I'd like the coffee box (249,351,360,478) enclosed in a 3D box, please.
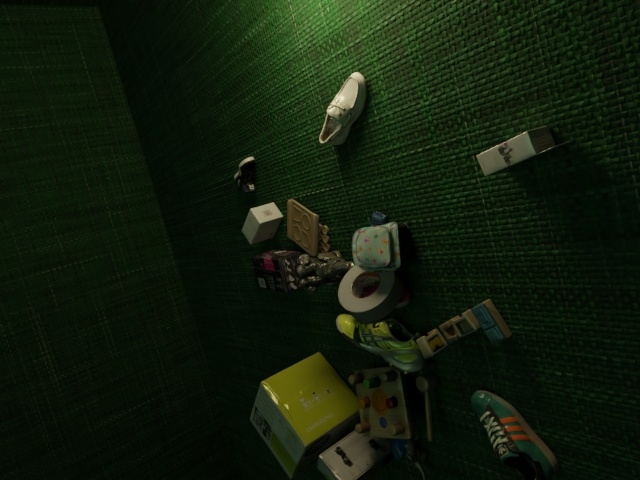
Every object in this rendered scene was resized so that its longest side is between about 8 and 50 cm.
[{"bbox_3d":[-0.067,0.778,2.105,0.338,0.338,0.334,46,137,30],"label":"coffee box"}]

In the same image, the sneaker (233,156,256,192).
[{"bbox_3d":[-0.330,-0.293,2.180,0.121,0.079,0.217,61,151,7],"label":"sneaker"}]

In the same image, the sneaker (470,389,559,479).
[{"bbox_3d":[0.557,0.588,1.397,0.302,0.121,0.108,46,137,30],"label":"sneaker"}]

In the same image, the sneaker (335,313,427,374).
[{"bbox_3d":[0.225,0.339,1.717,0.385,0.145,0.147,19,114,35],"label":"sneaker"}]

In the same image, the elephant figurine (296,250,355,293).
[{"bbox_3d":[0.042,0.117,1.835,0.185,0.240,0.169,-90,-19,-47],"label":"elephant figurine"}]

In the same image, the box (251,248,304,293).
[{"bbox_3d":[-0.179,0.135,2.121,0.247,0.142,0.163,2,109,53],"label":"box"}]

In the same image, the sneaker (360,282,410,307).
[{"bbox_3d":[0.219,0.216,1.692,0.253,0.102,0.111,-8,139,40],"label":"sneaker"}]

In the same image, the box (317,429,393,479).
[{"bbox_3d":[0.148,0.892,1.922,0.169,0.290,0.087,36,131,37],"label":"box"}]

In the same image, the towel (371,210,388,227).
[{"bbox_3d":[0.203,-0.040,1.642,0.067,0.029,0.119,28,127,44],"label":"towel"}]

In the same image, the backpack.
[{"bbox_3d":[0.192,0.026,1.557,0.189,0.145,0.165,-11,83,44],"label":"backpack"}]

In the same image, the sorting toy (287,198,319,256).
[{"bbox_3d":[-0.070,-0.057,1.969,0.208,0.038,0.192,33,130,46],"label":"sorting toy"}]

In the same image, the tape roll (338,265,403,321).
[{"bbox_3d":[0.172,0.171,1.623,0.219,0.219,0.072,18,156,47],"label":"tape roll"}]

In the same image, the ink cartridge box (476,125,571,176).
[{"bbox_3d":[0.488,-0.221,1.128,0.181,0.104,0.061,-24,87,53],"label":"ink cartridge box"}]

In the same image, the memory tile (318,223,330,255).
[{"bbox_3d":[0.000,0.000,1.936,0.113,0.012,0.147,18,119,47],"label":"memory tile"}]

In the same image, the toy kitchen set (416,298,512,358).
[{"bbox_3d":[0.423,0.291,1.395,0.122,0.166,0.207,60,143,15],"label":"toy kitchen set"}]

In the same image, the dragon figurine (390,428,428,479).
[{"bbox_3d":[0.332,0.806,1.815,0.144,0.085,0.288,-30,77,55],"label":"dragon figurine"}]

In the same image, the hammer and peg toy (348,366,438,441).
[{"bbox_3d":[0.263,0.599,1.716,0.361,0.128,0.265,-23,68,49],"label":"hammer and peg toy"}]

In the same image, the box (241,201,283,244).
[{"bbox_3d":[-0.268,-0.077,2.146,0.091,0.130,0.170,55,141,19],"label":"box"}]

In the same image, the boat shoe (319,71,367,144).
[{"bbox_3d":[0.069,-0.432,1.577,0.098,0.096,0.277,50,139,26],"label":"boat shoe"}]
